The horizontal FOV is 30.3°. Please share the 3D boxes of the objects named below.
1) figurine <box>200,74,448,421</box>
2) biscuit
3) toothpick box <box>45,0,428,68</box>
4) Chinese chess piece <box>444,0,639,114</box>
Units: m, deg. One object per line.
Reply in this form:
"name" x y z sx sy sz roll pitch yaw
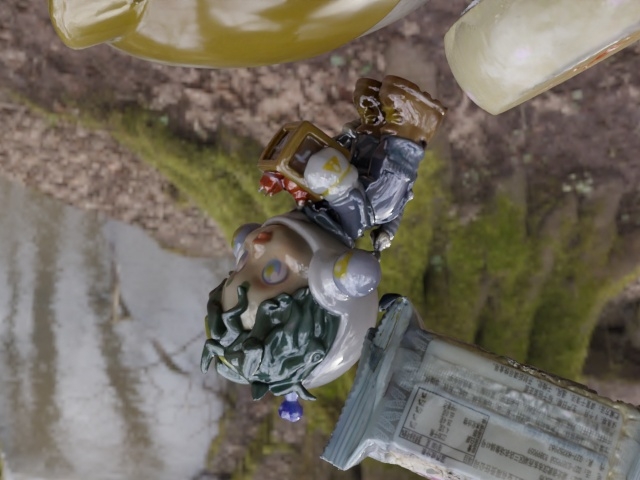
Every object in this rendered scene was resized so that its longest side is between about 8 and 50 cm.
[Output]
"figurine" 0.000 -0.001 1.271 0.186 0.381 0.261 27 173 -16
"biscuit" 0.175 0.179 1.134 0.309 0.186 0.079 19 157 6
"toothpick box" -0.082 -0.358 1.050 0.425 0.408 0.409 -19 155 -18
"Chinese chess piece" 0.239 -0.212 1.113 0.251 0.097 0.251 -29 178 -1
